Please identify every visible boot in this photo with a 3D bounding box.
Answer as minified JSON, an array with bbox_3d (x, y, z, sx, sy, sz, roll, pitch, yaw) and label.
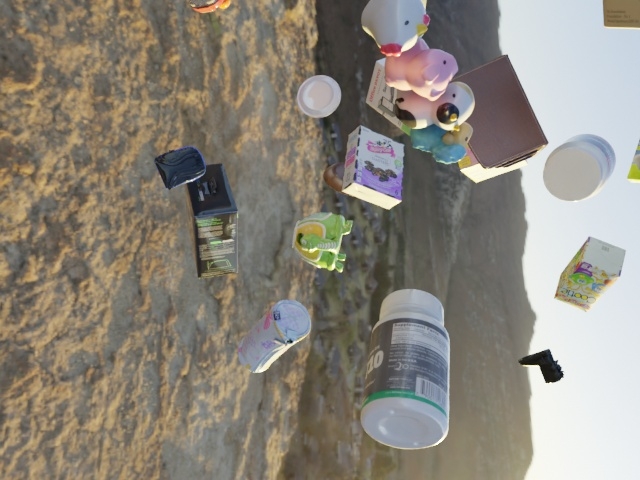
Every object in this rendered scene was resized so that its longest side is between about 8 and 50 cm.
[{"bbox_3d":[0.697,0.403,1.704,0.045,0.121,0.099,-13,76,-52],"label":"boot"}]

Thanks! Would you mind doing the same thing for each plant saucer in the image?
[{"bbox_3d":[0.110,-0.232,1.964,0.199,0.198,0.036,-76,179,-51],"label":"plant saucer"}]

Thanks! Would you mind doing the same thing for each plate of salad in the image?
[{"bbox_3d":[-0.007,-0.636,2.401,0.048,0.199,0.200,50,37,-77],"label":"plate of salad"}]

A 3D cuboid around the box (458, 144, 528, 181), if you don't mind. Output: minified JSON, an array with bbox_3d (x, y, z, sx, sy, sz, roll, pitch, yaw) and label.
[{"bbox_3d":[0.653,-0.333,2.073,0.243,0.213,0.117,10,65,-59],"label":"box"}]

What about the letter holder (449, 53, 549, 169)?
[{"bbox_3d":[0.526,-0.374,1.678,0.152,0.214,0.302,25,42,-80],"label":"letter holder"}]

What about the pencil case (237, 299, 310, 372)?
[{"bbox_3d":[-0.132,0.269,1.496,0.113,0.273,0.124,7,57,-31],"label":"pencil case"}]

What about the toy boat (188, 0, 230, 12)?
[{"bbox_3d":[-0.403,-0.964,2.093,0.151,0.150,0.231,41,57,-59],"label":"toy boat"}]

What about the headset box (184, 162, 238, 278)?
[{"bbox_3d":[-0.344,-0.070,1.692,0.246,0.131,0.283,-115,-157,-43],"label":"headset box"}]

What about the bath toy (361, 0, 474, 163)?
[{"bbox_3d":[0.185,-0.288,0.980,0.348,0.151,0.129,49,36,-49],"label":"bath toy"}]

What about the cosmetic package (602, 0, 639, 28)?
[{"bbox_3d":[0.611,-0.561,0.991,0.160,0.113,0.310,-130,-162,-63],"label":"cosmetic package"}]

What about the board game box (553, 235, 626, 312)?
[{"bbox_3d":[1.052,0.137,2.128,0.142,0.144,0.275,-58,164,-32],"label":"board game box"}]

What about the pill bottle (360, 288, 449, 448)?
[{"bbox_3d":[0.221,0.311,1.362,0.361,0.204,0.204,-75,154,-46],"label":"pill bottle"}]

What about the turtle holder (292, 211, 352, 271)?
[{"bbox_3d":[-0.002,0.012,2.240,0.320,0.227,0.243,-73,174,-54],"label":"turtle holder"}]

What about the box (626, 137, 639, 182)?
[{"bbox_3d":[1.103,-0.278,1.794,0.042,0.109,0.178,19,89,-37],"label":"box"}]

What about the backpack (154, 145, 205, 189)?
[{"bbox_3d":[-0.373,-0.203,1.457,0.101,0.120,0.098,-133,-159,-74],"label":"backpack"}]

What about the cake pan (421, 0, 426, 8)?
[{"bbox_3d":[0.236,-0.659,1.324,0.293,0.054,0.293,5,90,-83],"label":"cake pan"}]

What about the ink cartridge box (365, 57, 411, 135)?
[{"bbox_3d":[0.328,-0.579,2.161,0.114,0.273,0.198,-30,150,-33],"label":"ink cartridge box"}]

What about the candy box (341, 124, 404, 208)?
[{"bbox_3d":[0.157,-0.213,1.579,0.164,0.070,0.196,18,64,-23],"label":"candy box"}]

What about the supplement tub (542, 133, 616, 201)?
[{"bbox_3d":[0.842,-0.237,1.764,0.272,0.191,0.191,-28,112,-52],"label":"supplement tub"}]
